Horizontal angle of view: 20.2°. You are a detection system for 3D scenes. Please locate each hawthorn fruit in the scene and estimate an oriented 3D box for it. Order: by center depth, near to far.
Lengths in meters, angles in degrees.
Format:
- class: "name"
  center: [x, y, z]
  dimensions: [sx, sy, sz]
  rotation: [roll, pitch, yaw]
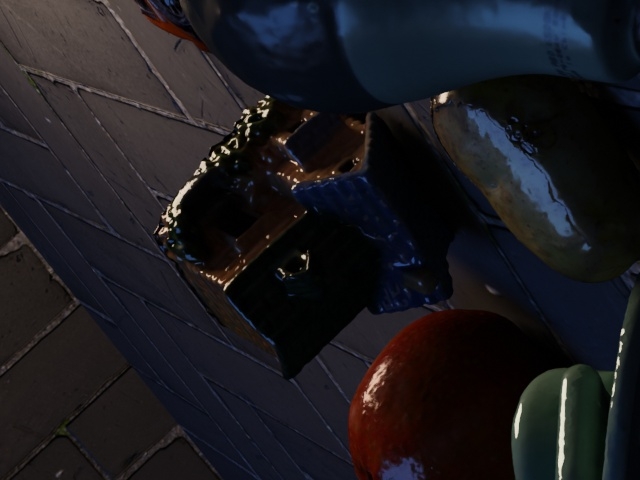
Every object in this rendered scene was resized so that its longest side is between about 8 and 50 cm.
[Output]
- class: "hawthorn fruit"
  center: [0.095, 0.163, 1.453]
  dimensions: [0.196, 0.225, 0.196]
  rotation: [43, 153, 28]

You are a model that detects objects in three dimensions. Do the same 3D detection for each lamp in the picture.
- class: "lamp"
  center: [0.060, -0.123, 0.893]
  dimensions: [0.314, 0.182, 0.182]
  rotation: [35, 162, 29]

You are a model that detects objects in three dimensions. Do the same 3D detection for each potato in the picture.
- class: "potato"
  center: [0.133, -0.048, 1.070]
  dimensions: [0.170, 0.080, 0.107]
  rotation: [52, 166, -1]

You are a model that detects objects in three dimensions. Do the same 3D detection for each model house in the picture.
- class: "model house"
  center: [0.000, 0.000, 1.365]
  dimensions: [0.172, 0.183, 0.166]
  rotation: [31, 160, 52]

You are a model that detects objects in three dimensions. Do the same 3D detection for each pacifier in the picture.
- class: "pacifier"
  center: [0.249, 0.181, 1.088]
  dimensions: [0.269, 0.288, 0.343]
  rotation: [3, 133, 22]

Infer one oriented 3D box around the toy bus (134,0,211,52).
- class: "toy bus"
  center: [-0.125, -0.279, 1.070]
  dimensions: [0.153, 0.143, 0.329]
  rotation: [24, 154, 56]
